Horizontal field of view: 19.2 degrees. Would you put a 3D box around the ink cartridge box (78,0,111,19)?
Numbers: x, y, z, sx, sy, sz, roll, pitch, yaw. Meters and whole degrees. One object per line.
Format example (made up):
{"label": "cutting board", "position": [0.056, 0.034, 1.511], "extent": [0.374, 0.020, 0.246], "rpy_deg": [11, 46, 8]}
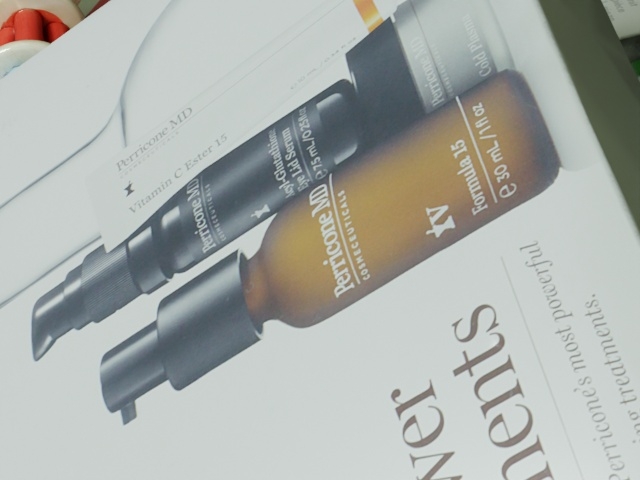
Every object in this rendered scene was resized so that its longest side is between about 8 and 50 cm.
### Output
{"label": "ink cartridge box", "position": [-0.230, -0.001, 0.999], "extent": [0.384, 0.160, 0.279], "rpy_deg": [6, 46, 29]}

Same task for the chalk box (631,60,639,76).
{"label": "chalk box", "position": [0.212, -0.184, 1.099], "extent": [0.132, 0.132, 0.213], "rpy_deg": [2, 54, 25]}

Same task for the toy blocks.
{"label": "toy blocks", "position": [-0.169, -0.077, 0.888], "extent": [0.123, 0.054, 0.148], "rpy_deg": [-15, 39, 5]}

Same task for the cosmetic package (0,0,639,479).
{"label": "cosmetic package", "position": [-0.009, 0.060, 0.612], "extent": [0.284, 0.097, 0.377], "rpy_deg": [-34, 46, 20]}

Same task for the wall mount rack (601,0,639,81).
{"label": "wall mount rack", "position": [0.108, -0.118, 0.877], "extent": [0.304, 0.130, 0.350], "rpy_deg": [-15, 58, -13]}
